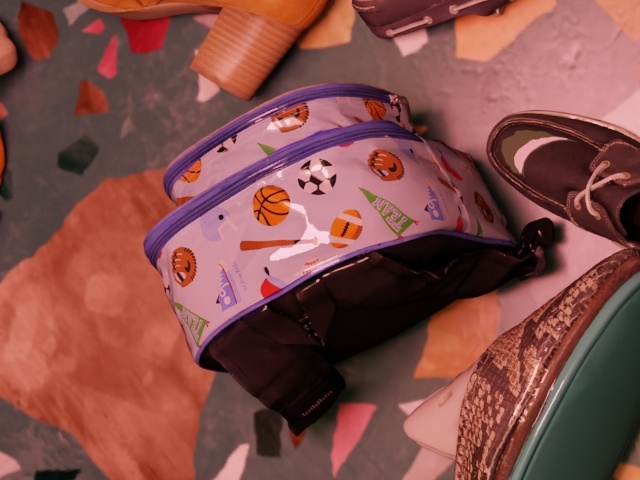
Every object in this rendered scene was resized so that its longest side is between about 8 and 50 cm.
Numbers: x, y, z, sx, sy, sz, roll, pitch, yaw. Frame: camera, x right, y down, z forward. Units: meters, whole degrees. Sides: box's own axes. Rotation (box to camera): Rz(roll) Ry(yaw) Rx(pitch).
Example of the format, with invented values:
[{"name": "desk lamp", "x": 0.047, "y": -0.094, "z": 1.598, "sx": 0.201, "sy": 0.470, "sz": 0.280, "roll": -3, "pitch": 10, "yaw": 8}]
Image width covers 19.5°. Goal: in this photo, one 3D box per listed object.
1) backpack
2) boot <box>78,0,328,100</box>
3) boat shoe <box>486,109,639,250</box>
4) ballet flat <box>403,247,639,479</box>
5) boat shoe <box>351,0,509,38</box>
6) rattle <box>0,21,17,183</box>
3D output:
[{"name": "backpack", "x": 0.000, "y": 0.000, "z": 1.414, "sx": 0.276, "sy": 0.263, "sz": 0.213, "roll": -35, "pitch": 79, "yaw": 16}, {"name": "boot", "x": -0.115, "y": -0.272, "z": 1.547, "sx": 0.295, "sy": 0.104, "sz": 0.211, "roll": 32, "pitch": 97, "yaw": 9}, {"name": "boat shoe", "x": 0.231, "y": -0.040, "z": 1.436, "sx": 0.233, "sy": 0.079, "sz": 0.084, "roll": 28, "pitch": 100, "yaw": 18}, {"name": "ballet flat", "x": 0.129, "y": 0.228, "z": 1.437, "sx": 0.182, "sy": 0.164, "sz": 0.483, "roll": 15, "pitch": 96, "yaw": 38}, {"name": "boat shoe", "x": 0.125, "y": -0.212, "z": 1.493, "sx": 0.206, "sy": 0.075, "sz": 0.065, "roll": -13, "pitch": 128, "yaw": 13}, {"name": "rattle", "x": -0.351, "y": -0.150, "z": 1.657, "sx": 0.199, "sy": 0.143, "sz": 0.130, "roll": 26, "pitch": 65, "yaw": 32}]
